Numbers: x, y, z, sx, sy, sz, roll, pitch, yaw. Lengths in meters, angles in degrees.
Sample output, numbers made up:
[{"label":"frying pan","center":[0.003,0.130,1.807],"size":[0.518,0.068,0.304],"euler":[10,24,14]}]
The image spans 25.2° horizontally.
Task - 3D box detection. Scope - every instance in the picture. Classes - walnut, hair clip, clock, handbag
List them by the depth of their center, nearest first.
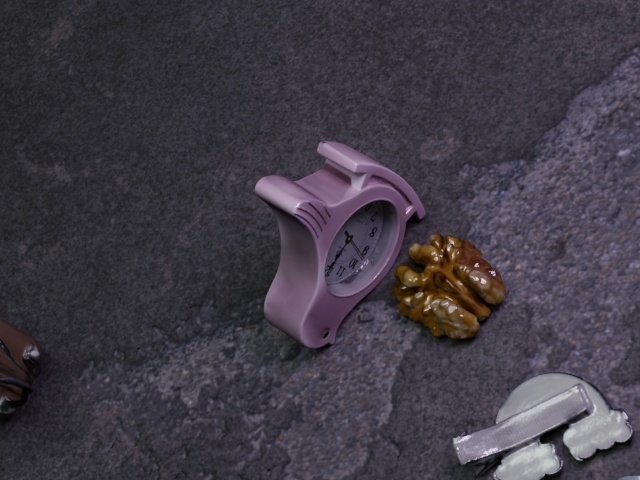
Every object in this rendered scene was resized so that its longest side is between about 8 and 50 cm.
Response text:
[{"label":"hair clip","center":[0.282,0.241,1.861],"size":[0.220,0.054,0.140],"euler":[-27,50,8]},{"label":"clock","center":[0.000,0.000,1.995],"size":[0.080,0.290,0.275],"euler":[32,87,35]},{"label":"walnut","center":[0.173,0.058,2.007],"size":[0.170,0.069,0.143],"euler":[32,82,39]},{"label":"handbag","center":[-0.546,0.170,2.170],"size":[0.283,0.302,0.149],"euler":[19,74,28]}]

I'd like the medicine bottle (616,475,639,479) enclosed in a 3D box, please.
[{"label":"medicine bottle","center":[0.377,0.393,1.701],"size":[0.090,0.090,0.217],"euler":[-3,62,26]}]
